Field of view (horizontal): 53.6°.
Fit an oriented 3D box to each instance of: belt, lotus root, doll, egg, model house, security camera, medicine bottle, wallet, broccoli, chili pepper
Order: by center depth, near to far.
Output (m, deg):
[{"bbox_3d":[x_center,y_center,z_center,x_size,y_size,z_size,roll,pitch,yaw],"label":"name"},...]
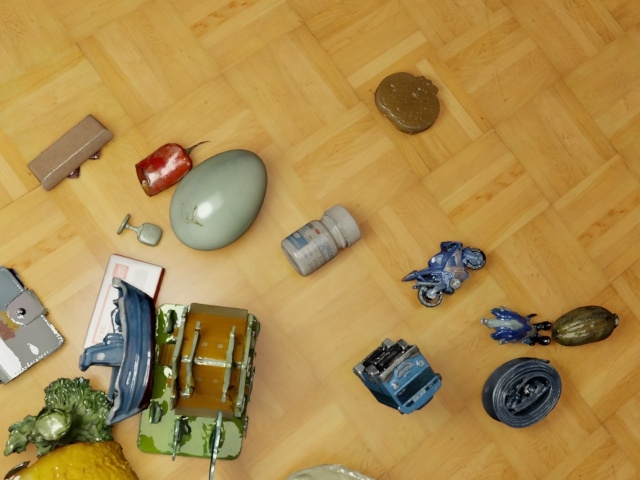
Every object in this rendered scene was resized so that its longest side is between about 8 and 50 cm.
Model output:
[{"bbox_3d":[-0.535,0.359,1.248,0.198,0.275,0.177,-8,77,5],"label":"broccoli"},{"bbox_3d":[-0.256,0.303,1.281,0.242,0.313,0.357,9,80,-5],"label":"model house"},{"bbox_3d":[-0.676,0.177,1.358,0.170,0.069,0.231,-39,91,-30],"label":"wallet"},{"bbox_3d":[-0.223,-0.094,1.415,0.183,0.183,0.264,39,72,-1],"label":"egg"},{"bbox_3d":[-0.411,-0.019,1.447,0.092,0.058,0.058,29,77,-15],"label":"security camera"},{"bbox_3d":[-0.337,-0.182,1.466,0.192,0.084,0.086,-34,120,-10],"label":"chili pepper"},{"bbox_3d":[0.000,0.000,1.475,0.168,0.105,0.105,-34,87,-13],"label":"medicine bottle"},{"bbox_3d":[0.481,0.357,1.500,0.190,0.082,0.141,-29,91,-11],"label":"belt"},{"bbox_3d":[0.469,0.211,1.532,0.195,0.070,0.096,12,72,-19],"label":"doll"},{"bbox_3d":[0.645,0.208,1.552,0.179,0.080,0.089,-12,89,-8],"label":"lotus root"}]

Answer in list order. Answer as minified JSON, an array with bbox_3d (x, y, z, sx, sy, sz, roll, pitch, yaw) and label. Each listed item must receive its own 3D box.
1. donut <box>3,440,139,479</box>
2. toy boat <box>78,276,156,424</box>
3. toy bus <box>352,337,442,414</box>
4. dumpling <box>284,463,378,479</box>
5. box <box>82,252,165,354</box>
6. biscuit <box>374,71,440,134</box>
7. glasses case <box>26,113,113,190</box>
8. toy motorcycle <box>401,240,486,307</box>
[{"bbox_3d":[-0.515,0.583,1.162,0.163,0.377,0.435,38,84,24],"label":"donut"},{"bbox_3d":[-0.416,0.220,1.298,0.142,0.129,0.309,9,62,-28],"label":"toy boat"},{"bbox_3d":[0.167,0.297,1.385,0.116,0.234,0.133,-37,90,-13],"label":"toy bus"},{"bbox_3d":[0.000,0.655,1.344,0.315,0.233,0.395,26,91,28],"label":"dumpling"},{"bbox_3d":[-0.436,0.154,1.408,0.123,0.050,0.229,15,78,-6],"label":"box"},{"bbox_3d":[0.222,-0.349,1.599,0.170,0.050,0.170,4,72,-12],"label":"biscuit"},{"bbox_3d":[-0.570,-0.200,1.447,0.193,0.070,0.102,-43,61,-11],"label":"glasses case"},{"bbox_3d":[0.301,0.070,1.529,0.205,0.076,0.114,-38,79,-11],"label":"toy motorcycle"}]
